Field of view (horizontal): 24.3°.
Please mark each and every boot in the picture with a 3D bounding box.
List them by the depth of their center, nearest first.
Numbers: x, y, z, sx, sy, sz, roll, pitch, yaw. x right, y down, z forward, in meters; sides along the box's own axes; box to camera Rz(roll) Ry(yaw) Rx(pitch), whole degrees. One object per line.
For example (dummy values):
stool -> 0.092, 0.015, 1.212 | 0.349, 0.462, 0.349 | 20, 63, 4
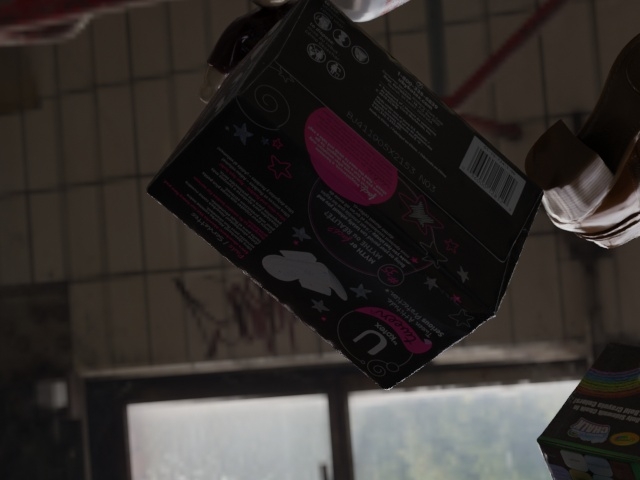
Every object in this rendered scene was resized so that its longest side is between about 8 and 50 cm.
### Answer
boot -> 0.353, -0.103, 1.513 | 0.283, 0.109, 0.220 | -43, 148, 8

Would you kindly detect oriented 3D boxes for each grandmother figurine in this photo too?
grandmother figurine -> -0.059, -0.219, 1.827 | 0.208, 0.342, 0.104 | -27, -139, -32

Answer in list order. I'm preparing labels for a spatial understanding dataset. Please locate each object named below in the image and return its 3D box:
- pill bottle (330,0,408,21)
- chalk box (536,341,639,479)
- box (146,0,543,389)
pill bottle -> 0.142, -0.389, 1.517 | 0.363, 0.210, 0.210 | -29, -177, -13
chalk box -> 0.450, 0.316, 2.178 | 0.180, 0.179, 0.289 | 7, -136, 44
box -> 0.022, -0.038, 1.139 | 0.142, 0.247, 0.163 | -39, -165, 42
